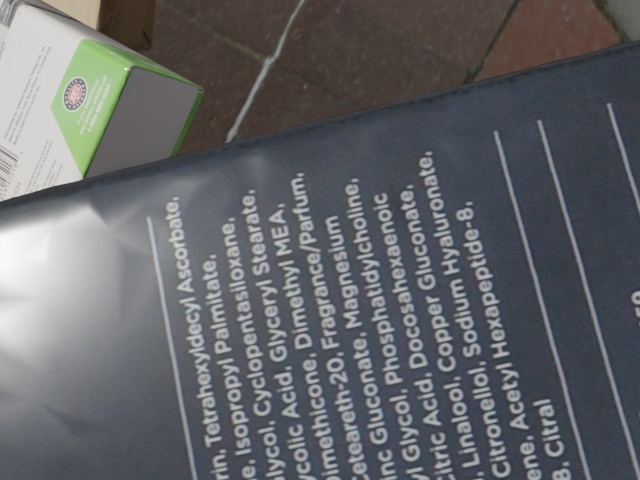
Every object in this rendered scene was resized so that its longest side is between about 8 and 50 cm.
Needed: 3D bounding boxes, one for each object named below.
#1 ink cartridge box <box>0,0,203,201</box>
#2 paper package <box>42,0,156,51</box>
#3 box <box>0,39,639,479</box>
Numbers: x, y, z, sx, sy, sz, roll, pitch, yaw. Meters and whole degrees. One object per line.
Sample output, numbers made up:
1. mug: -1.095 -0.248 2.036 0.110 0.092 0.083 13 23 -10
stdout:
1. ink cartridge box: -0.274 -0.118 1.071 0.273 0.115 0.198 32 102 29
2. paper package: -0.450 -0.485 1.935 0.325 0.168 0.309 9 96 25
3. box: 0.045 0.087 0.495 0.396 0.293 0.211 -14 75 4
